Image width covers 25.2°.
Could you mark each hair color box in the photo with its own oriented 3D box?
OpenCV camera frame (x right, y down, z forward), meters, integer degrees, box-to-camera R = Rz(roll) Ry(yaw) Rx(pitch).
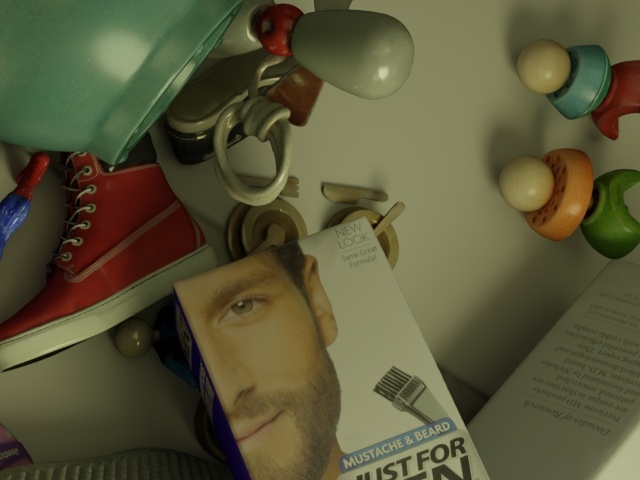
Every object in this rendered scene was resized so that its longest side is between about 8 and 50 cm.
[{"bbox_3d":[0.018,0.168,1.199,0.185,0.110,0.339,-20,66,-13],"label":"hair color box"}]

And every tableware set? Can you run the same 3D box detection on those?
[{"bbox_3d":[0.000,0.000,1.417,0.194,0.039,0.128,5,79,-30],"label":"tableware set"}]

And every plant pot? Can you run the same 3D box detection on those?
[{"bbox_3d":[-0.187,-0.184,1.143,0.196,0.293,0.293,39,64,-4],"label":"plant pot"}]

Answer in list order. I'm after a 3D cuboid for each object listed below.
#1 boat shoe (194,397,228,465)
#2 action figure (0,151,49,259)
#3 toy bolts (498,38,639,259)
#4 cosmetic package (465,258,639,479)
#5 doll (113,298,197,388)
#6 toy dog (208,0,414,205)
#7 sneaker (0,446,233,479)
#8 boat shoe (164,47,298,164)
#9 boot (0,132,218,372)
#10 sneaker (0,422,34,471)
[{"bbox_3d":[0.030,0.219,1.359,0.307,0.104,0.111,23,70,-26],"label":"boat shoe"},{"bbox_3d":[-0.315,0.041,1.187,0.091,0.139,0.280,32,38,-20],"label":"action figure"},{"bbox_3d":[0.294,-0.129,1.536,0.158,0.218,0.229,17,55,-21],"label":"toy bolts"},{"bbox_3d":[0.252,0.253,1.408,0.453,0.161,0.230,-44,131,-28],"label":"cosmetic package"},{"bbox_3d":[-0.096,0.082,1.318,0.189,0.046,0.129,-6,48,-10],"label":"doll"},{"bbox_3d":[-0.051,-0.191,1.298,0.334,0.220,0.161,46,20,25],"label":"toy dog"},{"bbox_3d":[-0.167,0.271,1.217,0.366,0.135,0.150,12,110,-49],"label":"sneaker"},{"bbox_3d":[-0.072,-0.140,1.400,0.206,0.075,0.065,-35,143,-36],"label":"boat shoe"},{"bbox_3d":[-0.223,-0.002,1.261,0.244,0.088,0.176,-32,98,-39],"label":"boot"},{"bbox_3d":[-0.312,0.242,1.165,0.104,0.095,0.236,46,63,-31],"label":"sneaker"}]
